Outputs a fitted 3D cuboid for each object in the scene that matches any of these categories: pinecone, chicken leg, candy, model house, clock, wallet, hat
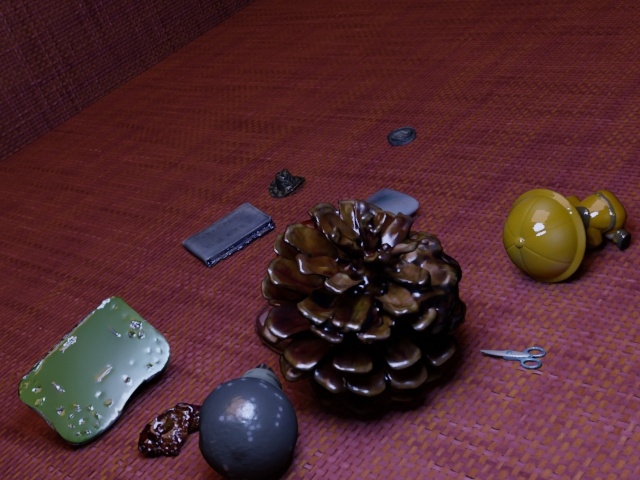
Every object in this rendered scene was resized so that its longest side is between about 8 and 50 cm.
[{"bbox_3d":[0.068,0.097,1.651,0.398,0.397,0.397,-15,30,9],"label":"pinecone"},{"bbox_3d":[-0.261,0.362,1.757,0.205,0.053,0.093,-32,55,-8],"label":"chicken leg"},{"bbox_3d":[0.138,-0.065,2.191,0.174,0.071,0.138,-35,34,-23],"label":"candy"},{"bbox_3d":[-0.479,0.298,1.936,0.207,0.154,0.294,40,65,8],"label":"model house"},{"bbox_3d":[0.233,-0.299,2.572,0.085,0.017,0.085,-15,30,9],"label":"clock"},{"bbox_3d":[-0.243,-0.019,2.376,0.222,0.036,0.167,-31,32,-19],"label":"wallet"},{"bbox_3d":[-0.102,-0.171,2.527,0.121,0.050,0.121,-17,28,9],"label":"hat"}]

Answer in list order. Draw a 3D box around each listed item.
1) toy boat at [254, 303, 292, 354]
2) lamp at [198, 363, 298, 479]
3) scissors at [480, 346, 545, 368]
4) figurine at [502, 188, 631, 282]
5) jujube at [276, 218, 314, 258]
[{"bbox_3d":[-0.033,0.184,1.873,0.318,0.099,0.140,8,81,38],"label":"toy boat"},{"bbox_3d":[-0.130,0.299,1.646,0.182,0.181,0.313,-15,30,9],"label":"lamp"},{"bbox_3d":[0.356,0.214,1.669,0.119,0.014,0.058,2,36,27],"label":"scissors"},{"bbox_3d":[0.495,-0.028,1.825,0.257,0.167,0.192,-24,57,-12],"label":"figurine"},{"bbox_3d":[0.025,0.042,1.959,0.232,0.212,0.213,-7,32,26],"label":"jujube"}]
